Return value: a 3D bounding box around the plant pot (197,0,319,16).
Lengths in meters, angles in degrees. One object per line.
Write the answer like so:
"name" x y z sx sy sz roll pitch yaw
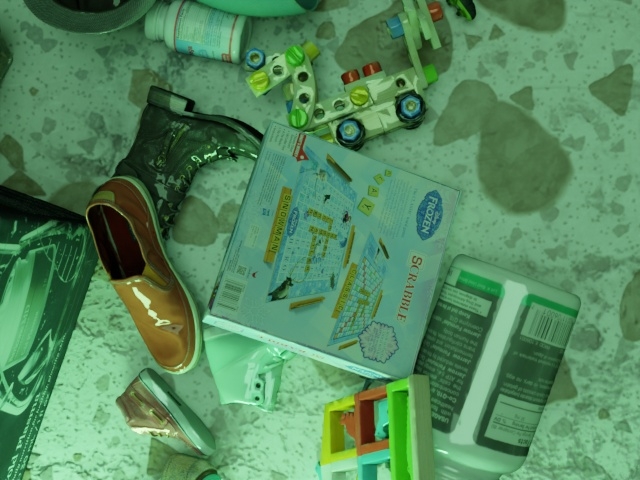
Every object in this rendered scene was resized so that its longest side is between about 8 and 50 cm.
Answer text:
"plant pot" -0.140 -0.467 1.629 0.195 0.290 0.290 -12 87 18

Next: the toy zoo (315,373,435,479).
"toy zoo" 0.070 0.321 1.587 0.030 0.293 0.192 10 69 -29

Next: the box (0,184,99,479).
"box" -0.577 0.145 1.554 0.297 0.472 0.480 19 91 7

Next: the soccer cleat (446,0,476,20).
"soccer cleat" 0.212 -0.434 1.686 0.072 0.060 0.179 -27 82 4

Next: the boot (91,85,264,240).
"boot" -0.216 -0.105 1.722 0.263 0.091 0.229 24 97 11

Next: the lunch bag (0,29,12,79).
"lunch bag" -0.663 -0.254 1.689 0.235 0.169 0.287 16 61 7

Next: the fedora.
"fedora" -0.349 -0.438 1.718 0.243 0.124 0.276 7 79 5

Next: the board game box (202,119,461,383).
"board game box" 0.022 0.021 1.607 0.318 0.066 0.319 20 73 -8

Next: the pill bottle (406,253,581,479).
"pill bottle" 0.233 0.219 1.587 0.204 0.204 0.361 21 91 7

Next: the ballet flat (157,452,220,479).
"ballet flat" -0.265 0.483 1.703 0.106 0.107 0.316 25 86 27

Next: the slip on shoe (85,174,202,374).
"slip on shoe" -0.283 0.064 1.679 0.123 0.101 0.331 -12 104 28

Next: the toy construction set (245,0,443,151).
"toy construction set" 0.054 -0.258 1.663 0.327 0.151 0.215 -22 85 17

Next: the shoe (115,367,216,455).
"shoe" -0.250 0.295 1.717 0.081 0.063 0.178 -45 79 5

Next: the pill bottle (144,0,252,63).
"pill bottle" -0.196 -0.340 1.717 0.160 0.087 0.087 12 90 7

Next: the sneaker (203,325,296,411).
"sneaker" -0.051 0.187 1.677 0.255 0.094 0.151 -13 82 15

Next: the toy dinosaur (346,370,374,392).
"toy dinosaur" 0.085 0.212 1.690 0.090 0.047 0.082 3 107 -3
